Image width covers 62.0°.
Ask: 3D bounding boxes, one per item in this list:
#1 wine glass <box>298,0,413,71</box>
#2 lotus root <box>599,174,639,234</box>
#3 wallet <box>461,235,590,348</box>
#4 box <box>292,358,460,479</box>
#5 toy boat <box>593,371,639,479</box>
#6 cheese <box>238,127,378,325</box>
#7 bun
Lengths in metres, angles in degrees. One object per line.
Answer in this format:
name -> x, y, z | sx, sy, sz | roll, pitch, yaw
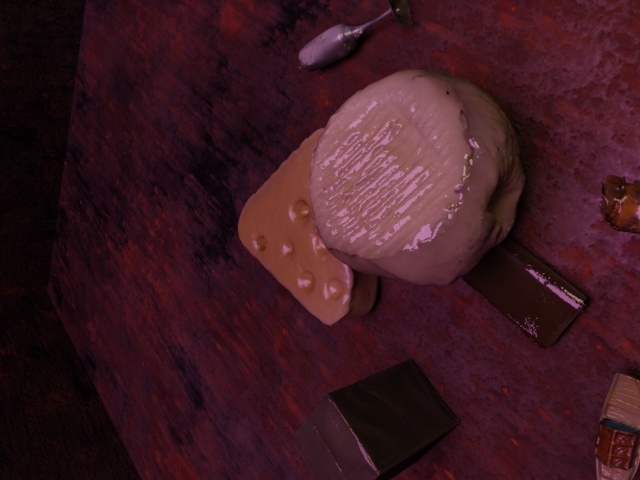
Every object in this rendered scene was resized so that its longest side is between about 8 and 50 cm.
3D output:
wine glass -> 0.053, -0.387, 1.012 | 0.262, 0.074, 0.074 | -11, 88, 47
lotus root -> 0.474, -0.020, 0.575 | 0.303, 0.131, 0.146 | 17, 109, 41
wallet -> 0.307, 0.068, 0.836 | 0.198, 0.031, 0.110 | 46, 127, 33
box -> 0.099, 0.339, 0.948 | 0.149, 0.231, 0.155 | 53, 130, 28
toy boat -> 0.412, 0.262, 0.730 | 0.065, 0.066, 0.172 | 16, 107, 47
cheese -> 0.001, -0.001, 1.094 | 0.384, 0.104, 0.383 | 7, 100, 46
bun -> 0.152, -0.091, 0.840 | 0.360, 0.211, 0.359 | -16, 67, 40
